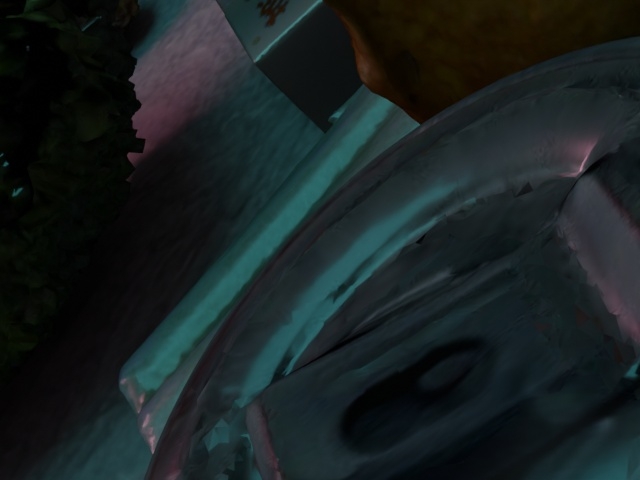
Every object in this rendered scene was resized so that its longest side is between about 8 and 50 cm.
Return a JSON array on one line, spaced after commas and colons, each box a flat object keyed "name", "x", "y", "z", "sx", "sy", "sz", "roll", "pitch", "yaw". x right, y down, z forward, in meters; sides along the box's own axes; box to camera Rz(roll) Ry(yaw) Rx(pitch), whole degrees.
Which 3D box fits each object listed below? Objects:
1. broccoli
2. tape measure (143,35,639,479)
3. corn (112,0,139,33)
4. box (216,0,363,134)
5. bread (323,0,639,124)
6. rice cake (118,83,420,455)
[{"name": "broccoli", "x": -0.239, "y": -0.024, "z": 0.790, "sx": 0.338, "sy": 0.318, "sz": 0.277, "roll": -14, "pitch": 12, "yaw": 10}, {"name": "tape measure", "x": 0.073, "y": 0.064, "z": 0.389, "sx": 0.275, "sy": 0.147, "sz": 0.256, "roll": -43, "pitch": 30, "yaw": 8}, {"name": "corn", "x": -0.228, "y": -0.106, "z": 1.036, "sx": 0.253, "sy": 0.086, "sz": 0.086, "roll": -34, "pitch": 33, "yaw": 22}, {"name": "box", "x": 0.011, "y": -0.162, "z": 0.806, "sx": 0.149, "sy": 0.067, "sz": 0.233, "roll": -45, "pitch": 31, "yaw": 8}, {"name": "bread", "x": 0.092, "y": -0.098, "z": 0.526, "sx": 0.143, "sy": 0.140, "sz": 0.229, "roll": -7, "pitch": 10, "yaw": 42}, {"name": "rice cake", "x": 0.000, "y": 0.000, "z": 0.661, "sx": 0.226, "sy": 0.040, "sz": 0.085, "roll": -50, "pitch": 31, "yaw": -1}]
